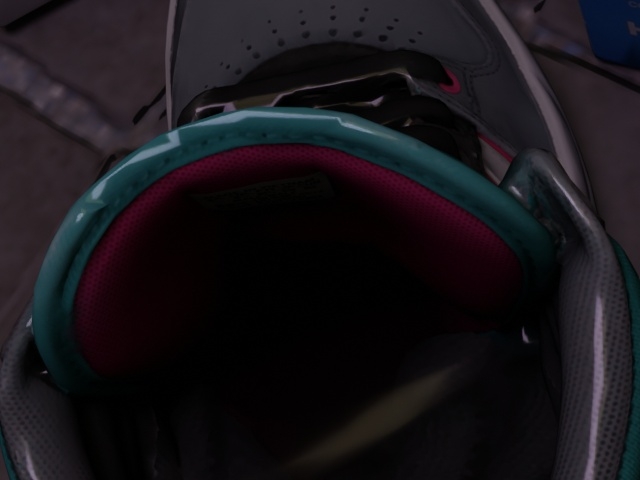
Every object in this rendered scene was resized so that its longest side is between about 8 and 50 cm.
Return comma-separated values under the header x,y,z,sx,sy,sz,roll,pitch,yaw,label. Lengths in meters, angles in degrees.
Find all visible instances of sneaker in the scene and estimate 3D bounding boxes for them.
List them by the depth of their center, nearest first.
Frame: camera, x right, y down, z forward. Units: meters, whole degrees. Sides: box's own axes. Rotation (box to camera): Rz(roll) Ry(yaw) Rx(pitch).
x,y,z,sx,sy,sz,roll,pitch,yaw,label
0.000,0.000,0.396,0.124,0.178,0.295,-20,62,7,sneaker

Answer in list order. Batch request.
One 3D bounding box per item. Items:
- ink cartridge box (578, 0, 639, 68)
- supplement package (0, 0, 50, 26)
x,y,z,sx,sy,sz,roll,pitch,yaw,label
0.110,-0.144,0.416,0.086,0.203,0.148,17,72,23,ink cartridge box
-0.025,-0.232,0.512,0.293,0.175,0.177,-28,60,3,supplement package
